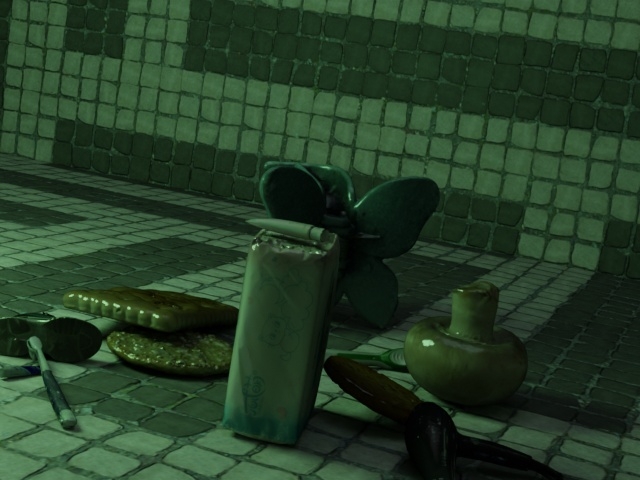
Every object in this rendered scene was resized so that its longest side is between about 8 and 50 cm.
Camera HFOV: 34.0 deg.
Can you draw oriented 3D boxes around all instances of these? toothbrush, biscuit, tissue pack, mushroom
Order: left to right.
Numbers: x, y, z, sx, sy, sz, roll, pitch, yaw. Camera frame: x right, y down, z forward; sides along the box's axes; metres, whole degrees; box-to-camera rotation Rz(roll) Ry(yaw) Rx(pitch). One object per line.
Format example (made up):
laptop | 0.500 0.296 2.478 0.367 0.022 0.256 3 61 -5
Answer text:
toothbrush | -0.378 0.196 1.455 0.024 0.026 0.288 -1 17 -25
biscuit | -0.287 0.116 1.847 0.217 0.044 0.325 13 2 19
biscuit | -0.235 0.177 1.691 0.220 0.033 0.220 10 10 -2
tissue pack | -0.051 0.122 1.447 0.124 0.271 0.201 11 10 2
biscuit | 0.087 0.226 1.543 0.188 0.027 0.188 29 5 -3
toothbrush | 0.134 0.204 1.812 0.418 0.042 0.040 5 -30 -19
mushroom | 0.240 0.162 1.686 0.204 0.204 0.204 8 9 -1

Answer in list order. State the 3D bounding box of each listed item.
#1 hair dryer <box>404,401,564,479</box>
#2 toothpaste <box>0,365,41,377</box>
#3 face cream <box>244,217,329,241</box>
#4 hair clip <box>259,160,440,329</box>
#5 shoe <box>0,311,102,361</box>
hair dryer | 0.219 0.290 1.362 0.219 0.075 0.195 15 19 -7
toothpaste | -0.428 0.189 1.514 0.024 0.015 0.083 24 12 35
face cream | -0.045 -0.017 1.391 0.115 0.020 0.038 11 11 24
hair clip | 0.000 0.000 2.102 0.392 0.318 0.238 1 11 -29
shoe | -0.423 0.143 1.632 0.169 0.071 0.099 4 7 -6
